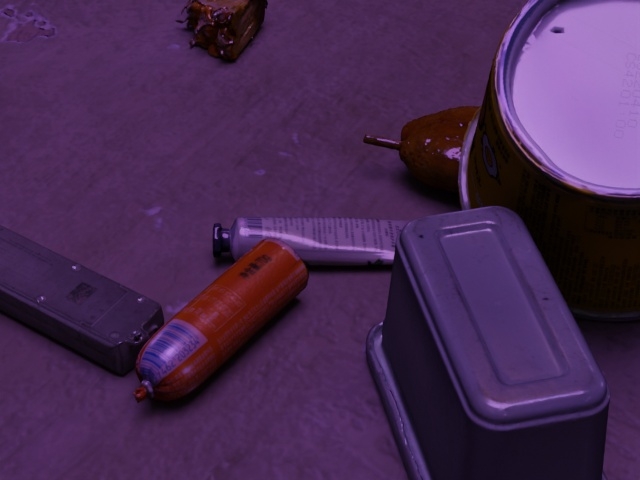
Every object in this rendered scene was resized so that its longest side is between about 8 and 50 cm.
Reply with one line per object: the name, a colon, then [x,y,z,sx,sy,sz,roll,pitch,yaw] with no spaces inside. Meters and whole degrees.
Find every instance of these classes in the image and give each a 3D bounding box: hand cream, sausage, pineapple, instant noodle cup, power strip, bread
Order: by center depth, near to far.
instant noodle cup: [0.294,-0.107,1.500,0.325,0.254,0.326,-2,70,7]
sausage: [-0.108,0.087,1.510,0.071,0.071,0.234,26,48,27]
power strip: [-0.278,0.056,1.560,0.272,0.052,0.078,23,47,26]
hand cream: [0.000,0.000,1.630,0.234,0.050,0.080,1,38,-6]
bread: [0.217,-0.086,1.693,0.344,0.084,0.124,9,41,12]
pineapple: [-0.122,-0.296,1.941,0.116,0.069,0.137,-18,43,-18]

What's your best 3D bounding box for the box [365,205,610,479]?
box: [0.158,0.119,1.388,0.175,0.182,0.312,-9,43,-10]
